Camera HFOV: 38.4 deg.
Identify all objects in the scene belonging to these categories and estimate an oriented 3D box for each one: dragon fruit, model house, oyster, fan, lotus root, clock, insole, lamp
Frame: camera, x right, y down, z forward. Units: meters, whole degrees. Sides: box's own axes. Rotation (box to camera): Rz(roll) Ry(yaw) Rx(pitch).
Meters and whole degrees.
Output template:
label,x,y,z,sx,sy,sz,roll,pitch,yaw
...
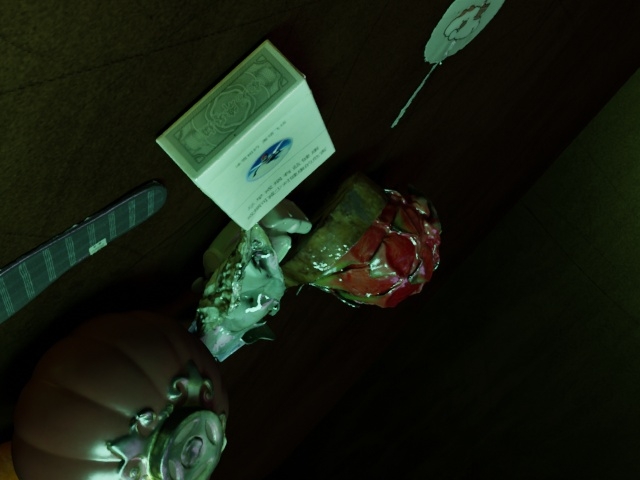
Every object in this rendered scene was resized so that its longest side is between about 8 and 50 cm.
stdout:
label,x,y,z,sx,sy,sz,roll,pitch,yaw
dragon fruit,0.083,0.020,1.658,0.293,0.234,0.234,-23,165,2
model house,-0.162,0.149,1.520,0.088,0.117,0.167,-42,169,10
oyster,-0.127,0.094,1.305,0.199,0.087,0.252,-34,153,-3
fan,0.195,-0.291,1.419,0.190,0.009,0.329,-25,156,-51
lotus root,0.000,0.000,1.495,0.260,0.074,0.170,-44,-168,13
clock,-0.109,0.017,1.385,0.191,0.062,0.151,-46,165,12
insole,-0.298,0.028,1.026,0.309,0.012,0.110,-36,162,-23
lamp,-0.259,0.242,1.214,0.303,0.256,0.303,-19,114,-51

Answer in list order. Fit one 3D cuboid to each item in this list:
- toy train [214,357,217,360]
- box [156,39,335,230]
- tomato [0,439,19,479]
label,x,y,z,sx,sy,sz,roll,pitch,yaw
toy train,-0.269,0.283,1.662,0.219,0.089,0.127,-42,175,-6
box,-0.078,-0.113,1.091,0.164,0.069,0.256,-43,166,-2
tomato,-0.443,0.411,1.335,0.259,0.180,0.260,-20,147,-14
